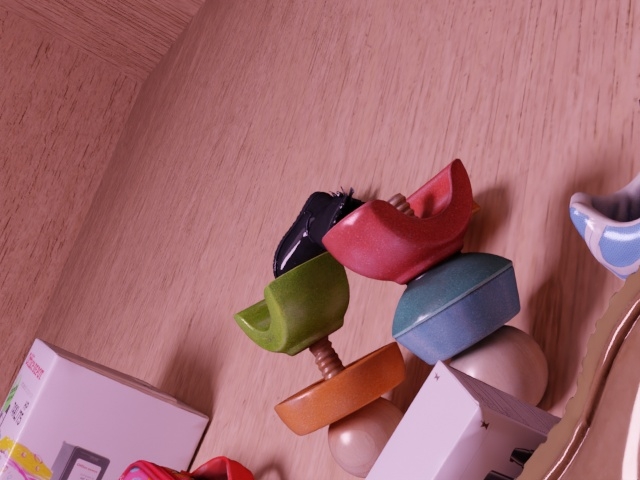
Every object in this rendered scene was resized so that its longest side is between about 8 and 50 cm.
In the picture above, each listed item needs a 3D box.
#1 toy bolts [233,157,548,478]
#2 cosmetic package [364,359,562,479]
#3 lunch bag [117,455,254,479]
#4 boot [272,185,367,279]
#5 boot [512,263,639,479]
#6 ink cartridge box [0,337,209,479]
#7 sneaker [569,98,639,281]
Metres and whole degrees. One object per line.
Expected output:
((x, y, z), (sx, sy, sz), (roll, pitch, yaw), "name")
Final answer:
((0.079, 0.055, 0.638), (0.218, 0.158, 0.228), (-28, -8, -27), "toy bolts")
((0.052, 0.194, 0.507), (0.239, 0.099, 0.060), (-60, 20, 9), "cosmetic package")
((-0.131, 0.311, 0.787), (0.258, 0.120, 0.293), (-63, 22, -12), "lunch bag")
((0.000, 0.001, 0.947), (0.121, 0.045, 0.099), (-63, 24, -3), "boot")
((0.167, 0.145, 0.323), (0.269, 0.089, 0.236), (-105, 34, -62), "boot")
((-0.294, 0.281, 1.076), (0.198, 0.197, 0.270), (-2, 63, 66), "ink cartridge box")
((0.218, -0.072, 0.445), (0.237, 0.086, 0.085), (-53, 6, 25), "sneaker")
